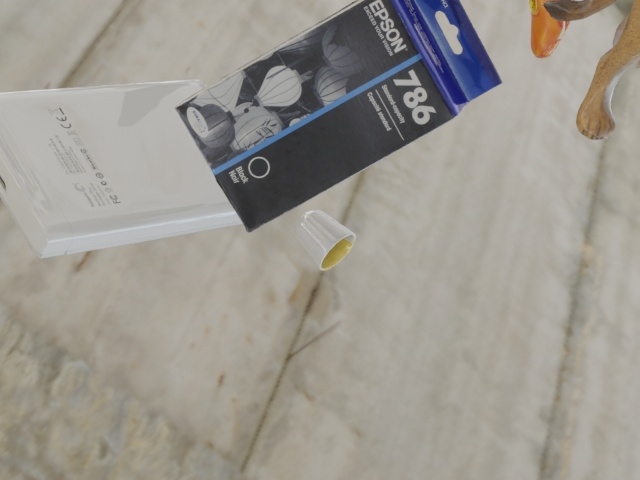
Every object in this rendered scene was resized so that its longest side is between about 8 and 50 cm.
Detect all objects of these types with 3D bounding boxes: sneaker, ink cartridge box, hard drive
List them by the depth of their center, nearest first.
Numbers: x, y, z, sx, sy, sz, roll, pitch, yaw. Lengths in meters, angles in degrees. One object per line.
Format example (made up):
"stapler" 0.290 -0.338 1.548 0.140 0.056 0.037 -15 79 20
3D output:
"sneaker" 0.241 -0.285 1.372 0.067 0.064 0.175 3 -78 -12
"ink cartridge box" 0.023 -0.159 1.396 0.165 0.332 0.065 59 -176 -9
"hard drive" -0.239 -0.099 1.572 0.353 0.047 0.233 -11 -124 -42

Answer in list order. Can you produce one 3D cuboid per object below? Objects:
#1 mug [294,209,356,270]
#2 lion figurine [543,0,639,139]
"mug" -0.002 0.000 1.617 0.064 0.078 0.062 43 -135 19
"lion figurine" 0.307 -0.118 0.910 0.142 0.240 0.392 -18 -121 -28
